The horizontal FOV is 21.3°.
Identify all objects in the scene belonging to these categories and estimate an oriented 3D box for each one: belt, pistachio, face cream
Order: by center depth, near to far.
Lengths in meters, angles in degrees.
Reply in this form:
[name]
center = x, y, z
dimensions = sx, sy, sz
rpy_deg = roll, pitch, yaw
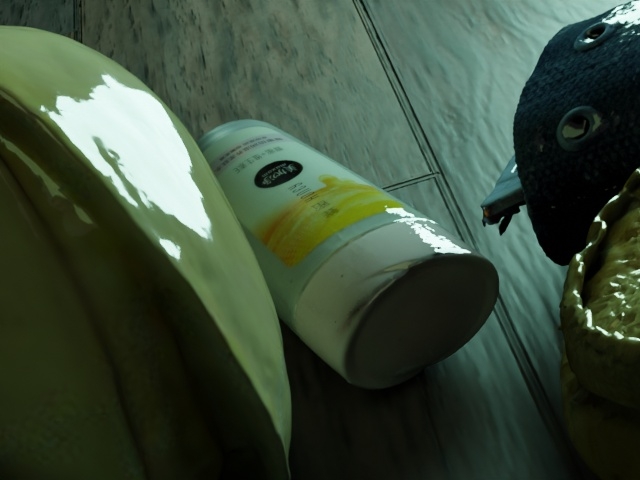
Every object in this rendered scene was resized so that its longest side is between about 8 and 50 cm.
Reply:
[pistachio]
center = -0.144, 0.023, 0.853
dimensions = 0.229, 0.321, 0.238
rpy_deg = -34, -11, -21
[belt]
center = 0.172, -0.065, 0.996
dimensions = 0.128, 0.122, 0.218
rpy_deg = -19, 22, 32
[face cream]
center = 0.000, 0.000, 1.030
dimensions = 0.107, 0.073, 0.269
rpy_deg = -33, 32, -12

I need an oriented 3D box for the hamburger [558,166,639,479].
[hamburger]
center = 0.218, 0.035, 0.751
dimensions = 0.243, 0.146, 0.286
rpy_deg = -24, 22, -24
